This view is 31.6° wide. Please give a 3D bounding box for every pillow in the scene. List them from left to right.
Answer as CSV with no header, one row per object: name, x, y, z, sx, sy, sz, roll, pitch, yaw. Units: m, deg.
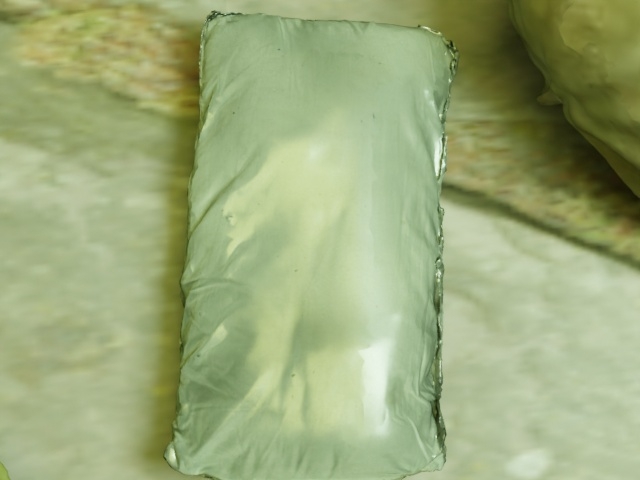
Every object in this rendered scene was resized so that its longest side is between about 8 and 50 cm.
pillow,0.000,0.000,0.530,0.128,0.051,0.229,5,78,-8

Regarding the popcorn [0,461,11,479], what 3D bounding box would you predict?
popcorn,-0.206,0.150,0.431,0.185,0.167,0.187,-36,49,12

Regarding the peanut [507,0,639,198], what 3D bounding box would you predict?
peanut,0.248,-0.075,0.515,0.339,0.158,0.174,10,78,-3
